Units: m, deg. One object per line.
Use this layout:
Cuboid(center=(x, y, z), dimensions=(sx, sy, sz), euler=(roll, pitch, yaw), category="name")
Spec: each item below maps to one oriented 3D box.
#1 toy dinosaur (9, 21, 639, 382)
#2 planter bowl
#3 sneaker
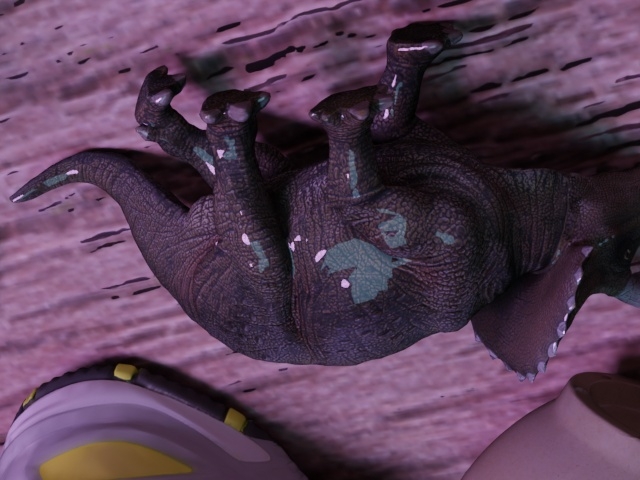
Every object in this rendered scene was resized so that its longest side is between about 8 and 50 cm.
Cuboid(center=(0.000, 0.000, 0.832), dimensions=(0.314, 0.121, 0.160), euler=(-9, 114, 16), category="toy dinosaur")
Cuboid(center=(0.142, 0.129, 0.895), dimensions=(0.162, 0.162, 0.109), euler=(21, 106, -3), category="planter bowl")
Cuboid(center=(0.004, 0.208, 0.990), dimensions=(0.385, 0.147, 0.145), euler=(22, 130, -7), category="sneaker")
